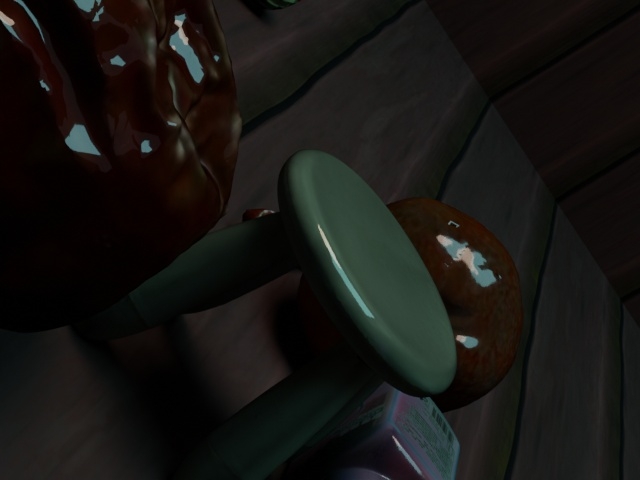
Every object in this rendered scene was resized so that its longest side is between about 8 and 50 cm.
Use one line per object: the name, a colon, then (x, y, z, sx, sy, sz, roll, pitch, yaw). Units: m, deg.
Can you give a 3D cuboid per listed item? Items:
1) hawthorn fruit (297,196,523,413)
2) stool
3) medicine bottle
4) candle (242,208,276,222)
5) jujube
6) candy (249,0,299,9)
hawthorn fruit: (0.083, 0.064, 1.347, 0.210, 0.210, 0.262, 58, 1, 1)
stool: (-0.031, 0.066, 1.020, 0.195, 0.198, 0.195, 58, 17, 6)
medicine bottle: (0.035, 0.192, 1.104, 0.094, 0.119, 0.188, 53, 18, -8)
candle: (0.000, 0.000, 1.454, 0.051, 0.048, 0.329, 20, 4, 24)
jujube: (-0.205, -0.135, 0.820, 0.276, 0.276, 0.377, -77, 144, -66)
candy: (-0.109, -0.337, 1.689, 0.305, 0.091, 0.083, 8, 54, -59)
